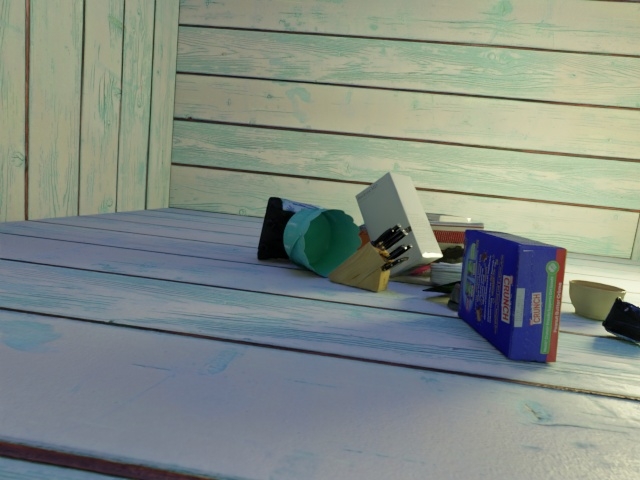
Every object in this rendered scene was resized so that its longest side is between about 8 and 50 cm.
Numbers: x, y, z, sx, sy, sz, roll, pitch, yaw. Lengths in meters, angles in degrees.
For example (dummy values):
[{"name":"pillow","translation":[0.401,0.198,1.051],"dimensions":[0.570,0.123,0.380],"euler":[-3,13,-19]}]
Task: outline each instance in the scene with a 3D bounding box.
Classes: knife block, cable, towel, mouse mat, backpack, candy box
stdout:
[{"name":"knife block","translation":[0.175,0.049,1.444],"dimensions":[0.276,0.241,0.088],"euler":[10,8,30]},{"name":"cable","translation":[0.552,0.139,1.575],"dimensions":[0.257,0.089,0.257],"euler":[7,0,-21]},{"name":"towel","translation":[0.560,0.029,1.782],"dimensions":[0.237,0.328,0.037],"euler":[3,51,6]},{"name":"mouse mat","translation":[0.457,0.160,1.389],"dimensions":[0.190,0.007,0.153],"euler":[9,-23,-42]},{"name":"backpack","translation":[-0.081,-0.043,1.815],"dimensions":[0.356,0.289,0.273],"euler":[11,24,-10]},{"name":"backpack","translation":[0.877,0.233,1.146],"dimensions":[0.084,0.104,0.114],"euler":[27,1,-43]},{"name":"candy box","translation":[0.473,0.120,1.049],"dimensions":[0.122,0.267,0.317],"euler":[2,8,-1]}]

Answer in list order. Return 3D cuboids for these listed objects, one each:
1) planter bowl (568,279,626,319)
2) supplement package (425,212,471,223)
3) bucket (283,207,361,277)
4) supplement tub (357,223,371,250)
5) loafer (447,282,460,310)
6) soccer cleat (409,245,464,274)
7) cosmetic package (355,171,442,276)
[{"name":"planter bowl","translation":[0.920,0.203,1.372],"dimensions":[0.162,0.109,0.162],"euler":[6,7,-1]},{"name":"supplement package","translation":[0.595,0.000,2.048],"dimensions":[0.200,0.262,0.198],"euler":[3,8,-24]},{"name":"bucket","translation":[0.000,0.000,1.612],"dimensions":[0.281,0.280,0.183],"euler":[0,8,-35]},{"name":"supplement tub","translation":[0.224,0.017,1.909],"dimensions":[0.194,0.193,0.316],"euler":[8,9,14]},{"name":"loafer","translation":[0.529,0.179,1.335],"dimensions":[0.268,0.084,0.096],"euler":[1,9,-33]},{"name":"soccer cleat","translation":[0.483,0.115,1.780],"dimensions":[0.332,0.143,0.116],"euler":[-8,47,19]},{"name":"cosmetic package","translation":[0.315,-0.064,1.682],"dimensions":[0.156,0.384,0.217],"euler":[0,-27,-44]}]
